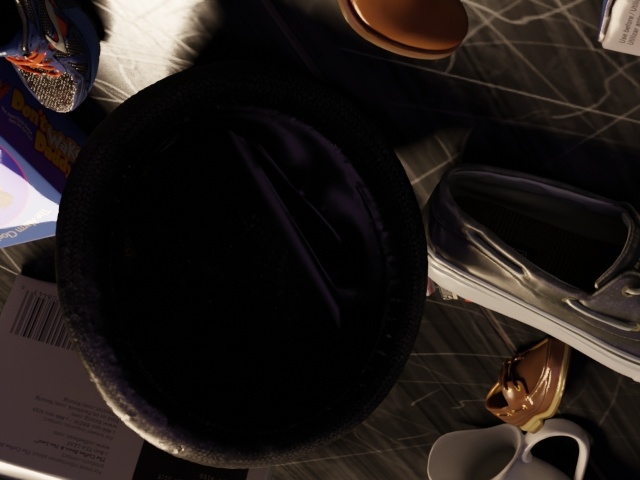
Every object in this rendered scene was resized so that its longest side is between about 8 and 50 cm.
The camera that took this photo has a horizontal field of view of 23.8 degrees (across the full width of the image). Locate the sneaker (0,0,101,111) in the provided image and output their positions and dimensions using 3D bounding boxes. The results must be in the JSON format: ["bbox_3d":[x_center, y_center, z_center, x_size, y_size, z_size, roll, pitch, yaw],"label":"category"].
[{"bbox_3d":[-0.233,-0.166,1.160,0.083,0.087,0.221,7,149,17],"label":"sneaker"}]

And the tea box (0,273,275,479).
[{"bbox_3d":[-0.217,0.238,1.711,0.329,0.220,0.323,17,150,0],"label":"tea box"}]

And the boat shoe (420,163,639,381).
[{"bbox_3d":[0.237,0.030,1.232,0.335,0.121,0.119,16,155,4],"label":"boat shoe"}]

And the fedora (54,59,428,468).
[{"bbox_3d":[-0.073,0.014,1.260,0.334,0.334,0.152,27,-178,-20],"label":"fedora"}]

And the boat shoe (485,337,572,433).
[{"bbox_3d":[0.205,0.142,1.499,0.060,0.064,0.178,14,153,-1],"label":"boat shoe"}]

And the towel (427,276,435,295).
[{"bbox_3d":[0.000,0.000,1.397,0.197,0.029,0.144,2,148,19],"label":"towel"}]

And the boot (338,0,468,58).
[{"bbox_3d":[0.065,-0.201,0.976,0.197,0.073,0.152,32,143,-31],"label":"boot"}]

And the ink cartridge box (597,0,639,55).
[{"bbox_3d":[0.305,-0.202,0.773,0.395,0.151,0.270,12,150,4],"label":"ink cartridge box"}]

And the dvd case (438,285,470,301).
[{"bbox_3d":[0.163,0.033,1.385,0.119,0.013,0.087,6,149,19],"label":"dvd case"}]

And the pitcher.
[{"bbox_3d":[0.244,0.285,1.686,0.178,0.125,0.207,-22,124,26],"label":"pitcher"}]

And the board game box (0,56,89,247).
[{"bbox_3d":[-0.399,-0.073,1.358,0.347,0.078,0.233,-11,141,25],"label":"board game box"}]
